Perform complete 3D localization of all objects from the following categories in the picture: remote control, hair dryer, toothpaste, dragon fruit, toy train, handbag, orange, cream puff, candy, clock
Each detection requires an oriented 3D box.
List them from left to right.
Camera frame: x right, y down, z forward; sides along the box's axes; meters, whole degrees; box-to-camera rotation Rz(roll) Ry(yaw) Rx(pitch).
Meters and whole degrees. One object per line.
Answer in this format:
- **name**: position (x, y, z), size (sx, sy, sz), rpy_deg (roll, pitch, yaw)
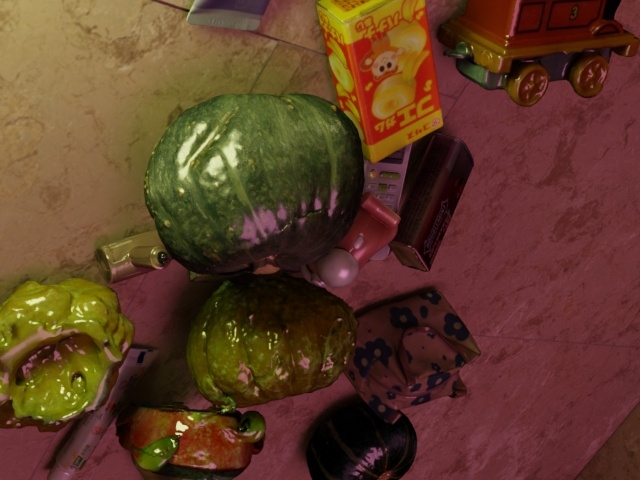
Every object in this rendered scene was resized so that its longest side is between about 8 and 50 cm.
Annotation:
- **cream puff**: position (-0.409, 0.193, 1.660), size (0.282, 0.185, 0.282), rpy_deg (-25, 144, -20)
- **toothpaste**: position (-0.391, 0.313, 1.907), size (0.056, 0.058, 0.314), rpy_deg (32, 105, -11)
- **hair dryer**: position (-0.259, 0.025, 1.633), size (0.117, 0.182, 0.064), rpy_deg (-19, 100, -26)
- **dragon fruit**: position (-0.226, 0.347, 1.892), size (0.268, 0.295, 0.130), rpy_deg (19, 74, -51)
- **orange**: position (-0.081, 0.164, 1.840), size (0.301, 0.223, 0.300), rpy_deg (-12, 179, -6)
- **toothpaste**: position (-0.058, -0.435, 1.420), size (0.125, 0.080, 0.371), rpy_deg (-3, 138, -42)
- **clock**: position (0.044, 0.011, 1.735), size (0.093, 0.166, 0.162), rpy_deg (40, 80, -13)
- **remote control**: position (0.096, -0.090, 1.849), size (0.103, 0.034, 0.250), rpy_deg (3, 103, -42)
- **candy**: position (0.096, -0.267, 1.670), size (0.146, 0.088, 0.276), rpy_deg (-31, 135, -14)
- **handbag**: position (0.188, 0.237, 2.199), size (0.251, 0.193, 0.190), rpy_deg (-15, 141, -28)
- **toy train**: position (0.355, -0.355, 1.773), size (0.369, 0.163, 0.231), rpy_deg (-12, 127, -31)

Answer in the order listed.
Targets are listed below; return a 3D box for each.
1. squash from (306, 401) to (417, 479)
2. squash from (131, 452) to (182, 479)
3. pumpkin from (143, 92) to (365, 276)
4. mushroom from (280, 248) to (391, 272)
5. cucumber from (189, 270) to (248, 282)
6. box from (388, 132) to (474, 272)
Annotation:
- **squash**: position (0.092, 0.465, 2.376), size (0.252, 0.165, 0.252), rpy_deg (-26, 144, -21)
- **squash**: position (-0.313, 0.448, 2.092), size (0.083, 0.083, 0.250), rpy_deg (-25, 144, -18)
- **pumpkin**: position (-0.098, -0.078, 1.584), size (0.328, 0.257, 0.291), rpy_deg (-10, 170, -20)
- **mushroom**: position (0.000, 0.002, 1.887), size (0.351, 0.097, 0.109), rpy_deg (5, 120, -48)
- **cucumber**: position (-0.165, 0.042, 1.832), size (0.107, 0.035, 0.067), rpy_deg (2, 145, -42)
- **box**: position (0.196, -0.066, 1.916), size (0.224, 0.069, 0.120), rpy_deg (-64, 153, -16)
